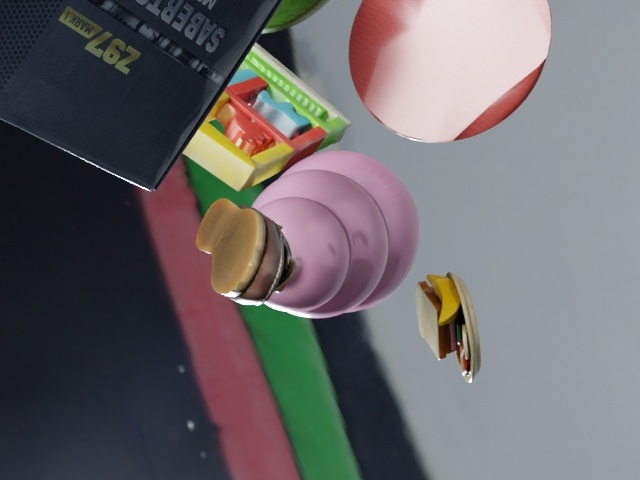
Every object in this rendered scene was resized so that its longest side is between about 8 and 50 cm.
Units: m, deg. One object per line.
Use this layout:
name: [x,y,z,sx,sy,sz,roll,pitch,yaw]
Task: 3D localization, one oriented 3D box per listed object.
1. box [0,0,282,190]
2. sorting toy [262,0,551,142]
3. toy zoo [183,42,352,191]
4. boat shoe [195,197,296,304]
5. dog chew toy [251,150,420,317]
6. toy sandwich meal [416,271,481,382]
box: [-0.121,-0.145,0.604,0.059,0.183,0.232,38,-175,36]
sorting toy: [0.006,-0.168,0.778,0.365,0.127,0.126,36,-175,27]
toy zoo: [-0.099,-0.137,1.130,0.192,0.030,0.293,40,-154,7]
boat shoe: [-0.055,0.012,1.018,0.073,0.073,0.207,31,-172,-17]
dog chew toy: [0.000,0.000,1.423,0.207,0.206,0.332,63,-161,1]
toy sandwich meal: [0.087,0.059,0.813,0.085,0.029,0.086,170,90,-87]
